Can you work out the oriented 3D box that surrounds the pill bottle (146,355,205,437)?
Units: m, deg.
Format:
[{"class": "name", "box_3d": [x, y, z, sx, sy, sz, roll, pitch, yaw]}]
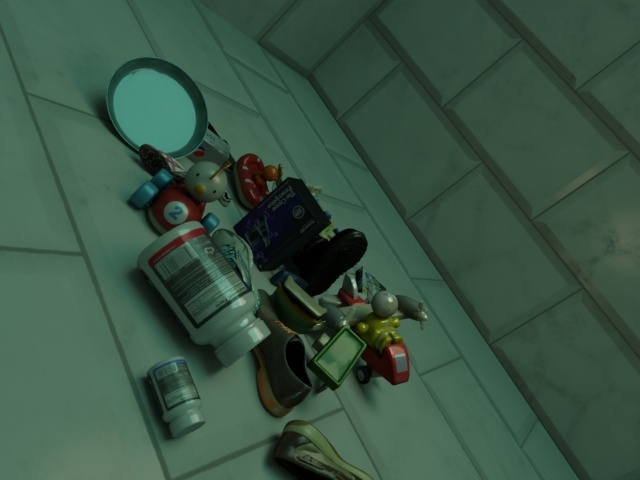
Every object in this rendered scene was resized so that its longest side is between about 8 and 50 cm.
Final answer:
[{"class": "pill bottle", "box_3d": [-0.278, 0.302, 0.962, 0.078, 0.078, 0.137, 13, 43, -58]}]

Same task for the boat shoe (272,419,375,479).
[{"class": "boat shoe", "box_3d": [0.026, 0.562, 1.116, 0.342, 0.123, 0.123, 48, 35, -7]}]

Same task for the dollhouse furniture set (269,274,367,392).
[{"class": "dollhouse furniture set", "box_3d": [-0.054, 0.270, 1.376, 0.301, 0.197, 0.151, 43, 55, 3]}]

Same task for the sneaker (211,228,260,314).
[{"class": "sneaker", "box_3d": [-0.238, 0.066, 1.334, 0.283, 0.110, 0.122, 64, 0, 33]}]

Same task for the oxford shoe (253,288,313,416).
[{"class": "oxford shoe", "box_3d": [-0.105, 0.261, 1.298, 0.130, 0.133, 0.363, 26, 32, -47]}]

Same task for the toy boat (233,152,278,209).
[{"class": "toy boat", "box_3d": [-0.218, -0.223, 1.806, 0.151, 0.151, 0.231, 31, 35, -53]}]

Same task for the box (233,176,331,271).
[{"class": "box", "box_3d": [-0.125, -0.049, 1.589, 0.184, 0.261, 0.103, 55, 22, 13]}]

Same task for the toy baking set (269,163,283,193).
[{"class": "toy baking set", "box_3d": [-0.158, -0.169, 1.846, 0.030, 0.256, 0.196, 8, 64, -15]}]

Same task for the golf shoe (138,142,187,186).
[{"class": "golf shoe", "box_3d": [-0.462, -0.221, 1.473, 0.186, 0.067, 0.086, 47, 15, -35]}]

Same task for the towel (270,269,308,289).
[{"class": "towel", "box_3d": [-0.100, 0.132, 1.610, 0.119, 0.067, 0.029, 32, 30, -40]}]

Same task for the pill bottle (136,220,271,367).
[{"class": "pill bottle", "box_3d": [-0.260, 0.127, 1.146, 0.318, 0.176, 0.176, 53, 21, 4]}]

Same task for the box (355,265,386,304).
[{"class": "box", "box_3d": [0.217, 0.228, 2.121, 0.159, 0.044, 0.233, 45, 22, -15]}]

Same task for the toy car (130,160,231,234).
[{"class": "toy car", "box_3d": [-0.334, -0.131, 1.336, 0.219, 0.238, 0.210, 45, 22, -15]}]

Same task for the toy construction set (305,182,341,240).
[{"class": "toy construction set", "box_3d": [-0.008, -0.068, 2.039, 0.215, 0.151, 0.327, 20, 47, -52]}]

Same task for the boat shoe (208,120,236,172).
[{"class": "boat shoe", "box_3d": [-0.383, -0.354, 1.837, 0.228, 0.069, 0.081, 49, 21, -5]}]

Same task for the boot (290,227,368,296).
[{"class": "boot", "box_3d": [-0.004, 0.000, 1.674, 0.131, 0.348, 0.260, 5, 52, -39]}]

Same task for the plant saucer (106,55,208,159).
[{"class": "plant saucer", "box_3d": [-0.497, -0.399, 1.521, 0.318, 0.044, 0.317, 6, 80, -40]}]

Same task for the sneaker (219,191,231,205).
[{"class": "sneaker", "box_3d": [-0.331, -0.156, 1.663, 0.083, 0.037, 0.032, 48, 23, -3]}]

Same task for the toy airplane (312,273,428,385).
[{"class": "toy airplane", "box_3d": [0.168, 0.251, 1.661, 0.384, 0.272, 0.386, 29, 39, 5]}]

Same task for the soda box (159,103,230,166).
[{"class": "soda box", "box_3d": [-0.446, -0.354, 1.671, 0.286, 0.098, 0.091, 37, 28, -30]}]
